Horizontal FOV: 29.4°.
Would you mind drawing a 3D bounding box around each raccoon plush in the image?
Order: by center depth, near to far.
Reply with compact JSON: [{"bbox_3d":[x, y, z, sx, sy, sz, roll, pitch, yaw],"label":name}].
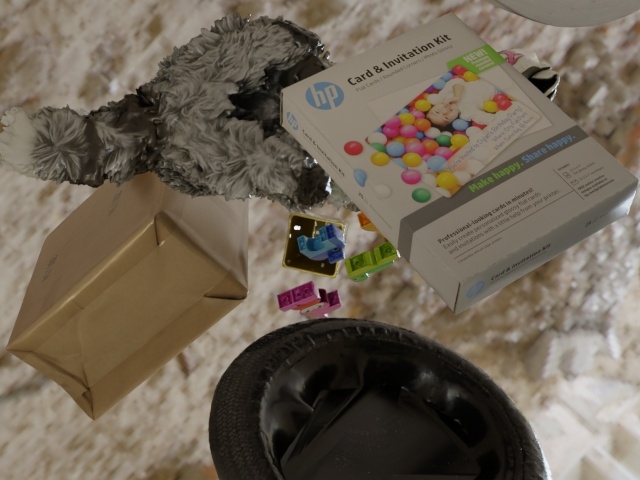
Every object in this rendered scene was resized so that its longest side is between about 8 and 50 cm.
[{"bbox_3d":[-0.118,-0.139,1.463,0.299,0.447,0.216,29,68,-78],"label":"raccoon plush"}]

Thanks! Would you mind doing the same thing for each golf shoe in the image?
[{"bbox_3d":[0.197,-0.144,1.183,0.086,0.067,0.186,-14,-159,27],"label":"golf shoe"}]

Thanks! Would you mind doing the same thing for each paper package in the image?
[{"bbox_3d":[-0.256,0.034,1.695,0.309,0.168,0.325,-40,-157,16],"label":"paper package"}]

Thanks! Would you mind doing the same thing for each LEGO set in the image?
[{"bbox_3d":[0.065,0.014,1.405,0.227,0.087,0.093,-23,151,20],"label":"LEGO set"}]

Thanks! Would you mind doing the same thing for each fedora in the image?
[{"bbox_3d":[0.038,0.218,1.084,0.334,0.334,0.152,-28,151,-51],"label":"fedora"}]

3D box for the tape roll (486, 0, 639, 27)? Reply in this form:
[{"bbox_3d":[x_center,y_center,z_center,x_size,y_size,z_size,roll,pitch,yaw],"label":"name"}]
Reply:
[{"bbox_3d":[0.197,-0.281,0.964,0.219,0.219,0.072,-50,-163,8],"label":"tape roll"}]

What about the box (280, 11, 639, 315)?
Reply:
[{"bbox_3d":[0.085,-0.057,0.781,0.145,0.186,0.038,-27,147,-22],"label":"box"}]

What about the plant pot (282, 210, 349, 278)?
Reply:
[{"bbox_3d":[0.000,0.000,1.743,0.083,0.081,0.081,-35,135,-72],"label":"plant pot"}]

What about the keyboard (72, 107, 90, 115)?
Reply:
[{"bbox_3d":[-0.336,-0.177,1.976,0.256,0.072,0.014,19,74,-61],"label":"keyboard"}]
